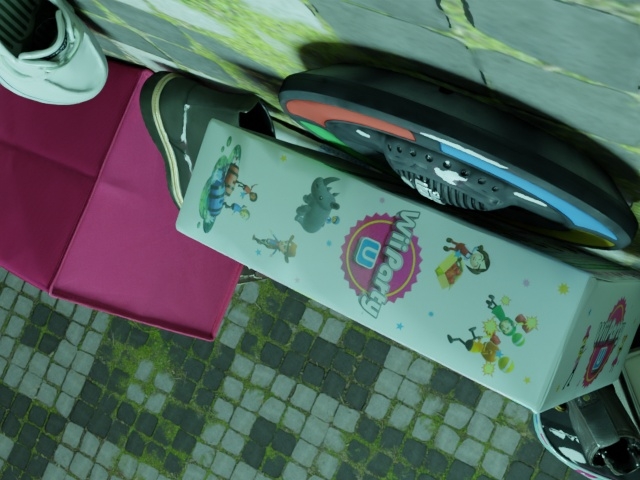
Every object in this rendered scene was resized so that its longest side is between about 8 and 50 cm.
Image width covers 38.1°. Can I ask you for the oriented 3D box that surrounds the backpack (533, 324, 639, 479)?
[{"bbox_3d":[0.401,0.210,1.175,0.253,0.225,0.191,18,174,10],"label":"backpack"}]

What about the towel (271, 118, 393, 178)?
[{"bbox_3d":[0.045,-0.026,0.967,0.285,0.034,0.209,22,154,5],"label":"towel"}]

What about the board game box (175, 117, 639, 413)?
[{"bbox_3d":[0.077,0.013,0.712,0.303,0.097,0.224,23,-171,29],"label":"board game box"}]

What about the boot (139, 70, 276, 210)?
[{"bbox_3d":[-0.082,-0.064,0.882,0.137,0.077,0.198,17,148,38],"label":"boot"}]

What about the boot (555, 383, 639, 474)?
[{"bbox_3d":[0.236,0.119,0.892,0.263,0.091,0.229,30,-149,-62],"label":"boot"}]

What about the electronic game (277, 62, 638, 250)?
[{"bbox_3d":[0.080,-0.046,0.566,0.229,0.048,0.229,24,179,0],"label":"electronic game"}]

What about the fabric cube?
[{"bbox_3d":[-0.242,-0.061,1.096,0.258,0.259,0.254,20,176,41],"label":"fabric cube"}]

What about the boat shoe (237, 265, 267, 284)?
[{"bbox_3d":[-0.057,0.000,1.414,0.342,0.123,0.123,-5,179,-22],"label":"boat shoe"}]

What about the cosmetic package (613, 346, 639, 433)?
[{"bbox_3d":[0.378,0.170,0.941,0.129,0.153,0.296,-20,170,11],"label":"cosmetic package"}]

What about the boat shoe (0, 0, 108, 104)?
[{"bbox_3d":[-0.229,-0.158,0.725,0.076,0.083,0.226,24,178,27],"label":"boat shoe"}]
